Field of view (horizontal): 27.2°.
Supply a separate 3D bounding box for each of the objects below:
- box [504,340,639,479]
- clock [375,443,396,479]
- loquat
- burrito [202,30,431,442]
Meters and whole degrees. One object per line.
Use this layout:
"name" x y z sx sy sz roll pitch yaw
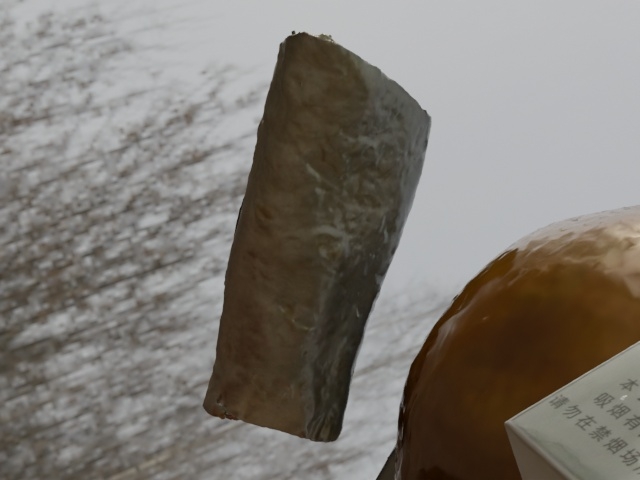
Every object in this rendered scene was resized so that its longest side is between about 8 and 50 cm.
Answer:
"box" 0.155 0.059 0.475 0.084 0.154 0.040 38 -26 59
"clock" 0.205 0.219 1.028 0.338 0.102 0.338 21 -46 23
"loquat" 0.190 0.137 0.692 0.328 0.328 0.328 35 -46 45
"burrito" -0.003 0.000 0.970 0.105 0.143 0.299 22 -77 32
